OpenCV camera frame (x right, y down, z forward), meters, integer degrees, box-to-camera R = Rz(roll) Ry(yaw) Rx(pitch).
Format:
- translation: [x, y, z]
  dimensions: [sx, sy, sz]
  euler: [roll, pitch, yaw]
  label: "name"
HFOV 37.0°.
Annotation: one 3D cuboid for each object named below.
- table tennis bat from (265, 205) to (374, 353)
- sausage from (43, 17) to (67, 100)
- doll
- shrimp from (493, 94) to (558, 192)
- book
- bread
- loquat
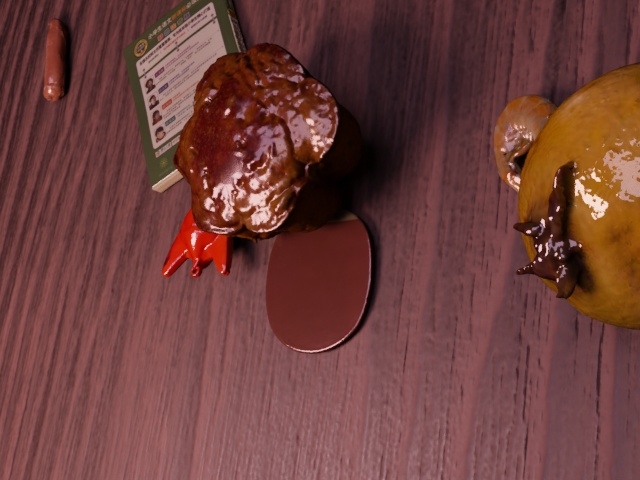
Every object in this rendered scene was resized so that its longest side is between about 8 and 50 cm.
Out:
- translation: [0.000, 0.000, 1.149]
  dimensions: [0.154, 0.021, 0.274]
  euler: [-7, 72, 34]
  label: "table tennis bat"
- translation: [-0.439, -0.303, 1.581]
  dimensions: [0.042, 0.036, 0.157]
  euler: [-15, 64, 20]
  label: "sausage"
- translation: [-0.145, -0.031, 1.245]
  dimensions: [0.109, 0.057, 0.169]
  euler: [-3, 69, 33]
  label: "doll"
- translation: [0.228, -0.081, 0.987]
  dimensions: [0.095, 0.045, 0.162]
  euler: [-39, 57, 21]
  label: "shrimp"
- translation: [-0.187, -0.226, 1.367]
  dimensions: [0.202, 0.027, 0.264]
  euler: [-32, 58, 26]
  label: "book"
- translation: [-0.073, -0.108, 1.137]
  dimensions: [0.247, 0.135, 0.232]
  euler: [39, 100, 37]
  label: "bread"
- translation: [0.275, -0.036, 0.816]
  dimensions: [0.244, 0.244, 0.243]
  euler: [-14, 66, 33]
  label: "loquat"
